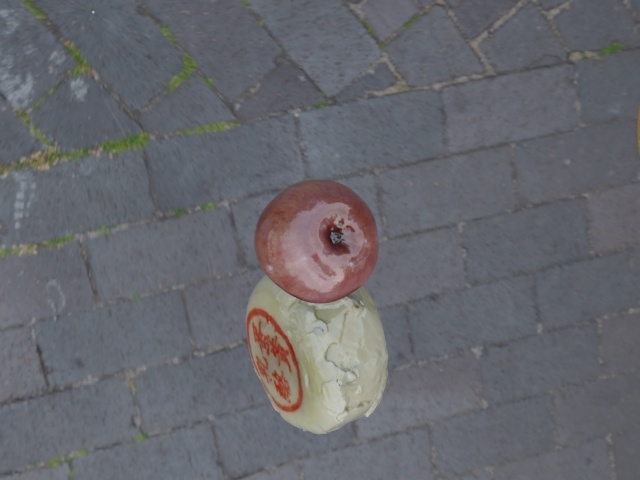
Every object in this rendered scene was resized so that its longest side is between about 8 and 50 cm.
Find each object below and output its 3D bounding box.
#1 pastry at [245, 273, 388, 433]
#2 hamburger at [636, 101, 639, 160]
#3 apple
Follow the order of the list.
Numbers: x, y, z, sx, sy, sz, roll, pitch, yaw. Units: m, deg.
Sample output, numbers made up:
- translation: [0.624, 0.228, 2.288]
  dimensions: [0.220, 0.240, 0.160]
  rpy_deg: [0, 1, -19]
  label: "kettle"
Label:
- translation: [-0.006, 0.144, 1.226]
  dimensions: [0.133, 0.265, 0.264]
  rpy_deg: [-17, 109, -31]
  label: "pastry"
- translation: [0.577, -0.152, 1.193]
  dimensions: [0.300, 0.176, 0.300]
  rpy_deg: [0, 90, -27]
  label: "hamburger"
- translation: [0.000, 0.000, 1.075]
  dimensions: [0.153, 0.120, 0.153]
  rpy_deg: [4, 80, -21]
  label: "apple"
